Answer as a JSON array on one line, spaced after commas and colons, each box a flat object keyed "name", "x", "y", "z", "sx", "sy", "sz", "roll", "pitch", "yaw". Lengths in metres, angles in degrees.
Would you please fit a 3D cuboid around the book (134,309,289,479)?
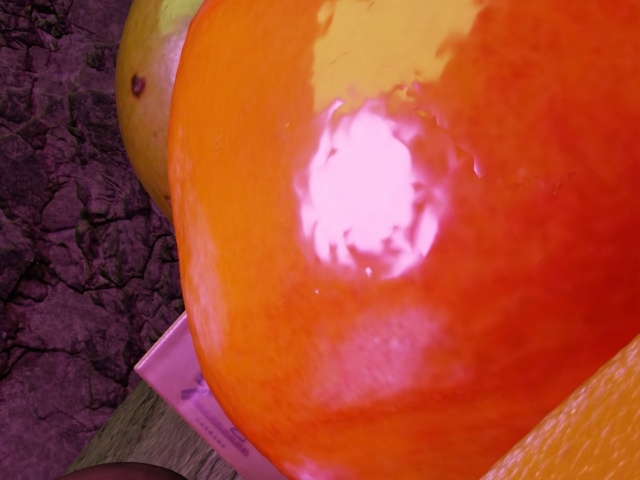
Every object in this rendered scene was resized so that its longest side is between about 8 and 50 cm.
[{"name": "book", "x": -0.012, "y": 0.072, "z": 1.269, "sx": 0.231, "sy": 0.161, "sz": 0.026, "roll": -47, "pitch": -7, "yaw": 11}]

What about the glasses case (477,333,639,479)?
[{"name": "glasses case", "x": 0.133, "y": 0.072, "z": 0.294, "sx": 0.371, "sy": 0.141, "sz": 0.173, "roll": -45, "pitch": 21, "yaw": 28}]

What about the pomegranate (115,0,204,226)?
[{"name": "pomegranate", "x": 0.008, "y": -0.148, "z": 1.040, "sx": 0.358, "sy": 0.216, "sz": 0.310, "roll": -57, "pitch": -8, "yaw": 32}]

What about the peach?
[{"name": "peach", "x": 0.092, "y": -0.026, "z": 0.604, "sx": 0.289, "sy": 0.289, "sz": 0.308, "roll": -50, "pitch": 0, "yaw": -22}]

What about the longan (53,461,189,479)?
[{"name": "longan", "x": -0.150, "y": 0.244, "z": 1.171, "sx": 0.167, "sy": 0.167, "sz": 0.187, "roll": -96, "pitch": 28, "yaw": -82}]
